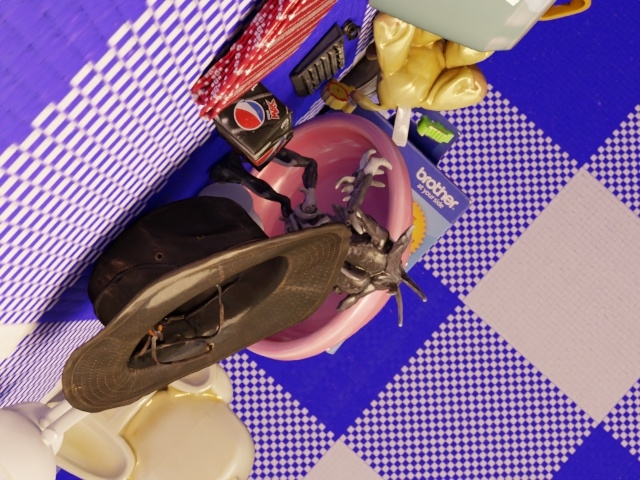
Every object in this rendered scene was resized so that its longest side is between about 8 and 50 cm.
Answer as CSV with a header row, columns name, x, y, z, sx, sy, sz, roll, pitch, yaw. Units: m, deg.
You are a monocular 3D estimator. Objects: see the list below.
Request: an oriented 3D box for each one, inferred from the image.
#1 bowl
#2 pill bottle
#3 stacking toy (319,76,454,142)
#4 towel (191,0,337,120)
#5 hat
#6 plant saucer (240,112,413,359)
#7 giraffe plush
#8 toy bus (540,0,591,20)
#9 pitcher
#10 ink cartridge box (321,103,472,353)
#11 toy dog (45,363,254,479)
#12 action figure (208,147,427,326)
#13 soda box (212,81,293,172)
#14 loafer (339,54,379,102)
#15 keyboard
name,x,y,z,sx,sy,sz,roll,pitch,yaw
bowl,0.216,-0.337,1.314,0.311,0.163,0.311,-48,178,-3
pill bottle,-0.116,0.011,1.413,0.094,0.094,0.169,-47,154,-35
stacking toy,0.058,-0.130,1.661,0.167,0.221,0.052,-49,-147,37
towel,0.012,-0.223,0.911,0.275,0.031,0.199,-47,-178,34
hat,-0.135,0.037,1.183,0.331,0.134,0.331,-28,159,-12
plant saucer,0.000,0.000,1.497,0.332,0.084,0.332,-22,-124,38
giraffe plush,0.137,-0.258,1.574,0.170,0.181,0.210,-85,-160,-55
toy bus,0.301,-0.387,1.492,0.202,0.191,0.104,-48,140,10
pitcher,-0.306,0.213,1.167,0.178,0.125,0.207,-35,-175,1
ink cartridge box,0.052,-0.056,1.841,0.395,0.270,0.151,-48,-176,3
toy dog,-0.227,0.326,1.869,0.284,0.395,0.408,-57,173,-18
action figure,0.018,-0.032,1.307,0.164,0.276,0.141,-49,-179,44
soda box,-0.063,-0.110,1.100,0.053,0.060,0.169,-47,179,-2
loafer,0.086,-0.268,1.701,0.170,0.062,0.061,-41,138,-13
keyboard,0.011,-0.213,1.339,0.108,0.023,0.180,-48,179,1
